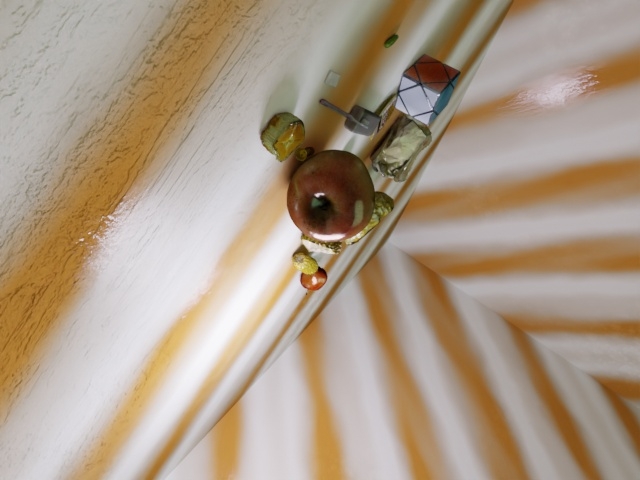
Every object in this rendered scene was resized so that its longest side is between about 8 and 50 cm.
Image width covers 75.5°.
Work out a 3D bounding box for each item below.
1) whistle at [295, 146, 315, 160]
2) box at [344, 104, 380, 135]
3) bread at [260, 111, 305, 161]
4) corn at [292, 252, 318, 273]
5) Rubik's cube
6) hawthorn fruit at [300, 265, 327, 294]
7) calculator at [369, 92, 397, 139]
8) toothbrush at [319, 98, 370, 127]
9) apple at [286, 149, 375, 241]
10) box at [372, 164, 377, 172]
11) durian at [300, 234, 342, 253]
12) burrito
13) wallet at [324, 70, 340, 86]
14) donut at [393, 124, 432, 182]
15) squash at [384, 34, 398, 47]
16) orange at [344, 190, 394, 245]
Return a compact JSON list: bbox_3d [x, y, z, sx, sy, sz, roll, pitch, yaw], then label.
[{"bbox_3d":[-0.051,-0.308,1.488,0.109,0.046,0.057,-35,141,-64],"label":"whistle"},{"bbox_3d":[0.180,-0.499,1.741,0.103,0.055,0.244,-60,163,20],"label":"box"},{"bbox_3d":[-0.111,-0.316,1.238,0.140,0.069,0.128,-50,163,-6],"label":"bread"},{"bbox_3d":[-0.084,0.120,2.189,0.106,0.106,0.293,-54,162,-3],"label":"corn"},{"bbox_3d":[0.503,-0.714,1.967,0.205,0.207,0.205,-49,164,-25],"label":"Rubik's cube"},{"bbox_3d":[-0.047,0.234,2.413,0.194,0.157,0.157,-62,163,16],"label":"hawthorn fruit"},{"bbox_3d":[0.296,-0.590,1.944,0.236,0.033,0.157,-51,164,-21],"label":"calculator"},{"bbox_3d":[0.099,-0.465,1.517,0.354,0.024,0.029,0,119,-58],"label":"toothbrush"},{"bbox_3d":[0.039,-0.170,1.553,0.338,0.339,0.305,-62,-178,25],"label":"apple"},{"bbox_3d":[0.356,-0.480,2.336,0.177,0.036,0.115,-54,163,-3],"label":"box"},{"bbox_3d":[0.010,-0.005,2.025,0.138,0.183,0.250,-51,-151,-13],"label":"durian"},{"bbox_3d":[0.399,-0.496,2.217,0.332,0.135,0.190,-51,129,-1],"label":"burrito"},{"bbox_3d":[0.041,-0.528,1.353,0.044,0.011,0.083,-60,164,21],"label":"wallet"},{"bbox_3d":[0.526,-0.538,2.504,0.371,0.150,0.307,-56,164,3],"label":"donut"},{"bbox_3d":[0.268,-0.747,1.544,0.089,0.027,0.027,-49,164,-25],"label":"squash"},{"bbox_3d":[0.236,-0.160,2.290,0.369,0.210,0.271,-44,-161,-28],"label":"orange"}]
